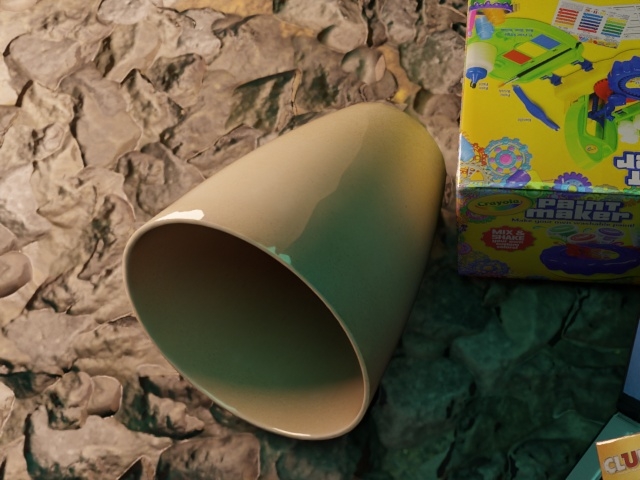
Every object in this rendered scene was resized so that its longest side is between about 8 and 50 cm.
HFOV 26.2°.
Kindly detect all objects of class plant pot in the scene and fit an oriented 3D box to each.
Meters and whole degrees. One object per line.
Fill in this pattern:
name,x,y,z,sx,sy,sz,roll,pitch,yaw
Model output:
plant pot,0.000,0.000,1.282,0.256,0.256,0.274,26,50,18

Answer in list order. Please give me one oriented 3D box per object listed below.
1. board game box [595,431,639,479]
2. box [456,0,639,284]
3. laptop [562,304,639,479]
board game box,0.338,0.206,1.025,0.243,0.042,0.165,-19,70,33
box,0.279,-0.119,1.306,0.289,0.177,0.279,4,62,7
laptop,0.339,0.210,1.061,0.382,0.236,0.408,29,70,37
